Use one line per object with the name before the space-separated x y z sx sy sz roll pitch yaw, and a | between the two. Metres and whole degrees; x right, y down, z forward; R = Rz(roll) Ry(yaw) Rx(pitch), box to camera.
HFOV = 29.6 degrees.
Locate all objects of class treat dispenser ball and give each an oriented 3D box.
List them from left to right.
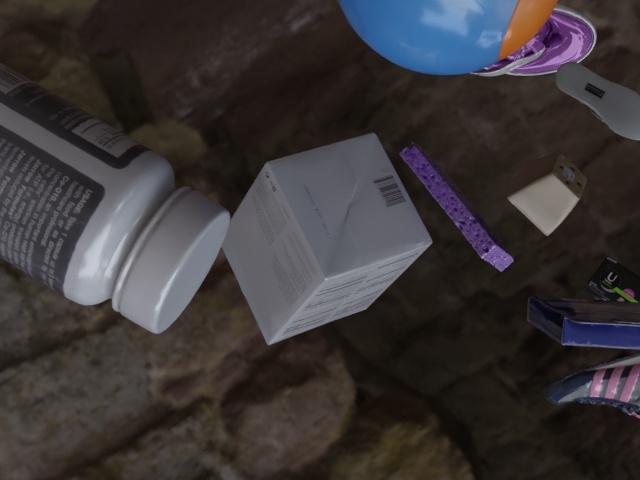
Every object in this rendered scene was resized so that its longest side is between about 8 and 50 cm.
treat dispenser ball | 0.153 -0.345 1.461 0.288 0.288 0.288 -34 176 -2

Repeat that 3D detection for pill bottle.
pill bottle | -0.304 -0.051 1.446 0.204 0.361 0.204 -58 173 -11

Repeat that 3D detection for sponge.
sponge | 0.205 -0.051 1.810 0.031 0.210 0.117 -41 157 11

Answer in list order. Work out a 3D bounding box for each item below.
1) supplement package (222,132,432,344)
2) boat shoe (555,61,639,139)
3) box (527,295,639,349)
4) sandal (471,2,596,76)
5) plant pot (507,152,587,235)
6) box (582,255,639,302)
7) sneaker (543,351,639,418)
supplement package | 0.000 0.000 1.862 0.198 0.199 0.263 -18 163 -29
boat shoe | 0.527 -0.254 2.201 0.078 0.219 0.070 -55 150 15
box | 0.313 0.092 1.317 0.136 0.037 0.225 4 -177 -1
sandal | 0.324 -0.378 2.324 0.102 0.416 0.169 -90 -172 -45
plant pot | 0.425 -0.096 2.226 0.096 0.109 0.109 -38 -167 42
box | 0.467 0.077 1.914 0.062 0.083 0.052 -52 167 -12
sneaker | 0.584 0.297 2.352 0.319 0.131 0.112 -22 164 35
